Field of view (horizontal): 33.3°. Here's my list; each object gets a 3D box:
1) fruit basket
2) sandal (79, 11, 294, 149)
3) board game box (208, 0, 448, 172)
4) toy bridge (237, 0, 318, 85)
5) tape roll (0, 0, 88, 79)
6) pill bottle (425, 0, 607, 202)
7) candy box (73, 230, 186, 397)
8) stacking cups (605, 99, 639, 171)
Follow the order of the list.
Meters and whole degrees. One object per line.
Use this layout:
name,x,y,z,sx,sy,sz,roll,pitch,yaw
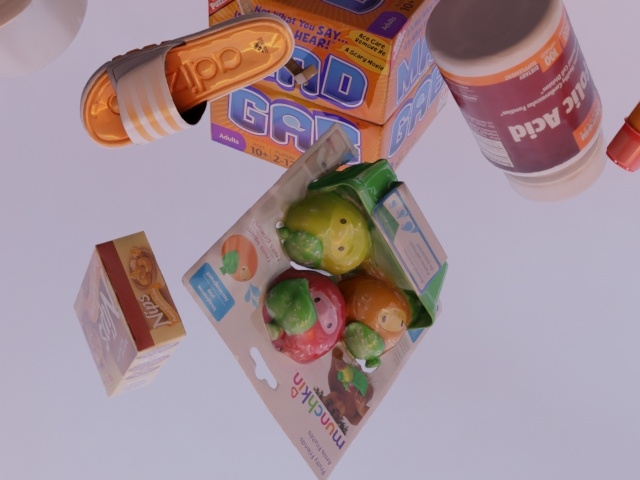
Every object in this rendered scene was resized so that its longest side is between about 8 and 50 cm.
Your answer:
fruit basket,0.020,0.068,1.362,0.165,0.327,0.353,-15,-155,40
sandal,-0.154,-0.178,1.198,0.265,0.102,0.076,-24,-153,8
board game box,0.032,-0.362,2.017,0.356,0.356,0.356,21,-133,17
toy bridge,-0.074,-0.302,1.550,0.026,0.188,0.063,-41,-166,-23
tape roll,-0.465,-0.367,1.492,0.246,0.169,0.246,-1,-101,4
pill bottle,0.346,-0.249,1.810,0.224,0.392,0.224,-17,-131,20
candy box,-0.320,0.129,1.756,0.087,0.316,0.183,-19,-103,-26
stacking cups,0.569,-0.243,1.677,0.316,0.096,0.096,-62,-142,29
